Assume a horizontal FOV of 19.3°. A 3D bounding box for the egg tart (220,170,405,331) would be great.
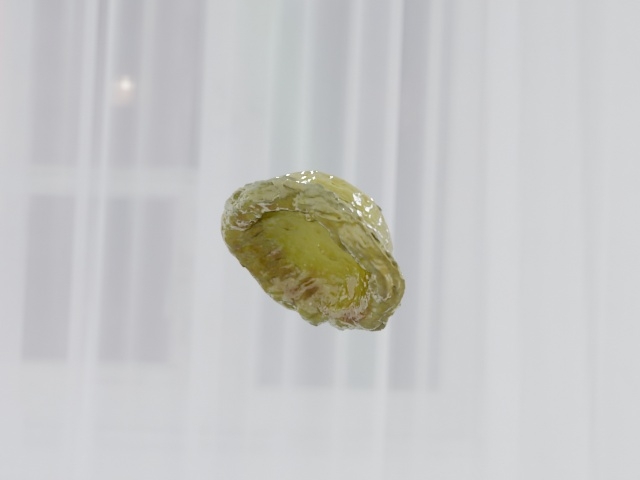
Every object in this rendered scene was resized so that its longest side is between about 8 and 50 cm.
[{"bbox_3d":[0.000,0.000,0.897,0.105,0.039,0.105,25,-32,17],"label":"egg tart"}]
